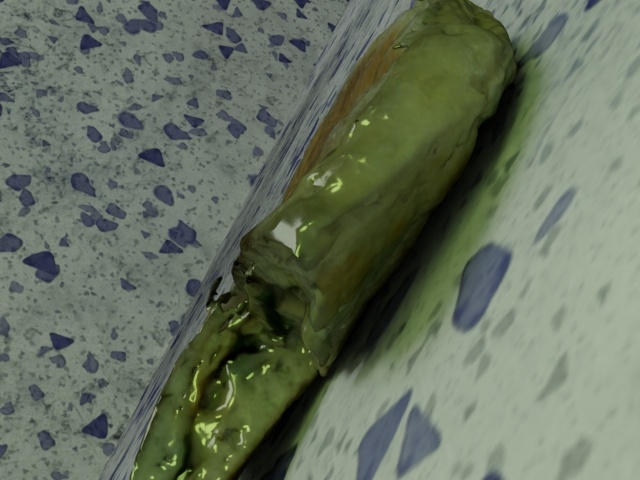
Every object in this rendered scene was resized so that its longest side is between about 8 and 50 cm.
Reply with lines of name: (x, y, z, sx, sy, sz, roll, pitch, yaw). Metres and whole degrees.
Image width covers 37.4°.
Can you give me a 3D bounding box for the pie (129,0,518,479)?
pie: (0.000, 0.000, 0.523, 0.337, 0.075, 0.337, -58, 3, 4)
